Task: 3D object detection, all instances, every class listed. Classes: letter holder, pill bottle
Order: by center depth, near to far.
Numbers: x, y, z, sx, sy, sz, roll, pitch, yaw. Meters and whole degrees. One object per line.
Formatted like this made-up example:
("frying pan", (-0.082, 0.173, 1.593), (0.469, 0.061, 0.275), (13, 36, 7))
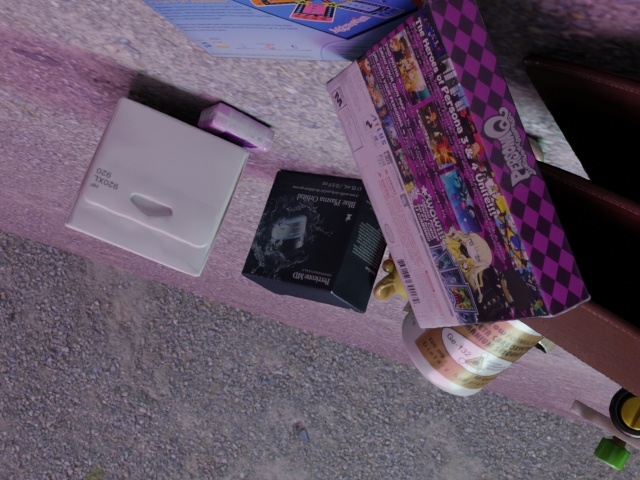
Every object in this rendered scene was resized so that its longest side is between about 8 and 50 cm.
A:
("letter holder", (0.242, 0.005, 0.734), (0.302, 0.152, 0.214), (35, 169, 50))
("pill bottle", (0.213, 0.072, 1.177), (0.131, 0.131, 0.229), (25, 127, -25))

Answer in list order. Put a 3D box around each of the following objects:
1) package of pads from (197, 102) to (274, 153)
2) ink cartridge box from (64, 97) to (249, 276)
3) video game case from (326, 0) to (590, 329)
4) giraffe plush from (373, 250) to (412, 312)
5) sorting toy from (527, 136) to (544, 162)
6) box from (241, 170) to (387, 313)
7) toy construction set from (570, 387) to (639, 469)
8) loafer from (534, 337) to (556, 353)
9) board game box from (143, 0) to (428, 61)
("package of pads", (-0.101, -0.134, 1.192), (0.083, 0.032, 0.050), (25, 170, -26))
("ink cartridge box", (-0.207, -0.064, 1.263), (0.171, 0.168, 0.233), (22, 178, -11))
("video game case", (0.094, -0.047, 0.765), (0.042, 0.232, 0.210), (-21, 180, -20))
("giraffe plush", (0.167, 0.056, 1.342), (0.210, 0.181, 0.170), (-6, 144, 32))
("sorting toy", (0.137, -0.076, 1.057), (0.196, 0.047, 0.347), (16, 168, 15))
("box", (0.000, 0.000, 1.338), (0.156, 0.158, 0.093), (9, 165, 36))
("toy construction set", (0.421, 0.176, 1.157), (0.309, 0.237, 0.257), (28, 172, -6))
("loafer", (0.264, 0.103, 1.555), (0.269, 0.092, 0.102), (17, 168, 6))
("board game box", (-0.028, -0.194, 0.827), (0.281, 0.027, 0.145), (10, 167, 36))
